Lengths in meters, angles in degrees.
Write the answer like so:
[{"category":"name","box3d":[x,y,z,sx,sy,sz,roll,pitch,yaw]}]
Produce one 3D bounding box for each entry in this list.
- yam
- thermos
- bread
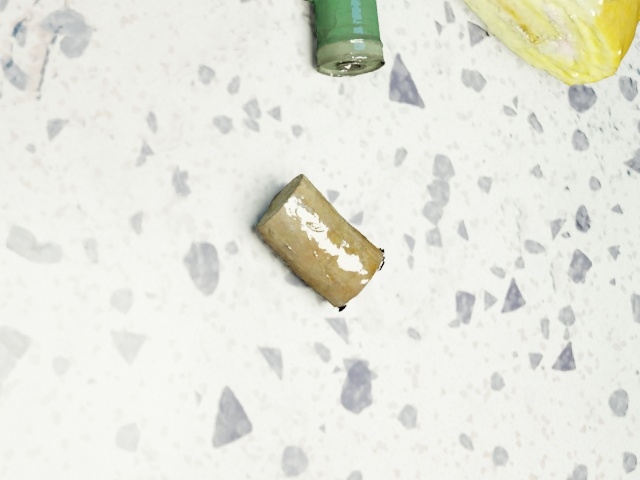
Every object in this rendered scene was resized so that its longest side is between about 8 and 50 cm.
[{"category":"yam","box3d":[-0.002,0.001,1.376,0.127,0.084,0.084,43,62,-16]},{"category":"thermos","box3d":[0.022,-0.273,1.443,0.073,0.083,0.188,8,76,-55]},{"category":"bread","box3d":[0.318,-0.390,1.598,0.236,0.165,0.375,37,63,-27]}]
